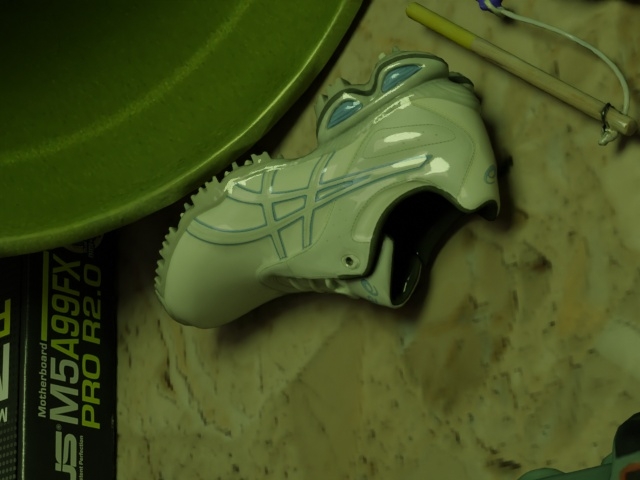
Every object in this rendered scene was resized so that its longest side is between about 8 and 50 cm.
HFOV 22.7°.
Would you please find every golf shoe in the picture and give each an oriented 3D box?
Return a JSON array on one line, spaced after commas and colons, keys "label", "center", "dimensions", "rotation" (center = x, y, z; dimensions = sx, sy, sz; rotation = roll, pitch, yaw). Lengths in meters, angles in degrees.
[{"label": "golf shoe", "center": [0.000, 0.000, 0.667], "dimensions": [0.176, 0.069, 0.086], "rotation": [-40, 58, 29]}]

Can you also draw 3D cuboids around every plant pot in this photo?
[{"label": "plant pot", "center": [-0.198, -0.229, 0.769], "dimensions": [0.366, 0.366, 0.353], "rotation": [-59, 34, 11]}]

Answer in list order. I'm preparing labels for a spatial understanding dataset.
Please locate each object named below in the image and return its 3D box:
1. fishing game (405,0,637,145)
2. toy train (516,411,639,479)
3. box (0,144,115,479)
[{"label": "fishing game", "center": [0.126, -0.185, 0.627], "dimensions": [0.189, 0.041, 0.264], "rotation": [43, 105, 42]}, {"label": "toy train", "center": [0.077, 0.158, 0.495], "dimensions": [0.334, 0.142, 0.190], "rotation": [-22, 49, 40]}, {"label": "box", "center": [-0.217, 0.092, 0.846], "dimensions": [0.270, 0.060, 0.216], "rotation": [-20, 62, 39]}]
